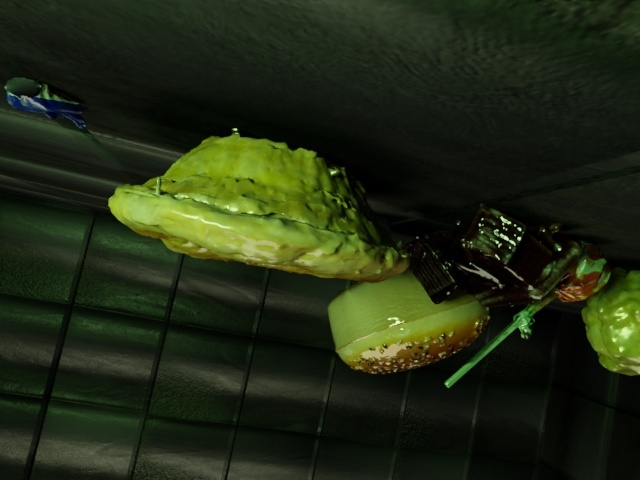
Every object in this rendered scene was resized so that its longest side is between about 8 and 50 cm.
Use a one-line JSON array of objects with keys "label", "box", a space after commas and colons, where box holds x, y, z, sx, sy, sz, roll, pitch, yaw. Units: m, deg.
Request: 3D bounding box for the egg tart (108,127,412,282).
[{"label": "egg tart", "box": [-0.056, -0.031, 0.518, 0.341, 0.132, 0.341, 10, 174, 1]}]

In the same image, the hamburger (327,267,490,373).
[{"label": "hamburger", "box": [0.159, 0.138, 0.807, 0.300, 0.176, 0.300, -19, 167, -4]}]

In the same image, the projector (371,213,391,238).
[{"label": "projector", "box": [0.000, 0.000, 0.855, 0.198, 0.108, 0.250, 13, 174, -10]}]

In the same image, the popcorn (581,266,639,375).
[{"label": "popcorn", "box": [0.565, 0.139, 0.738, 0.256, 0.195, 0.255, 13, -176, -9]}]

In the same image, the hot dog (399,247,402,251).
[{"label": "hot dog", "box": [0.228, 0.086, 1.279, 0.194, 0.107, 0.326, 16, 173, -34]}]

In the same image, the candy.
[{"label": "candy", "box": [0.281, 0.105, 0.618, 0.078, 0.287, 0.084, 48, 175, 16]}]

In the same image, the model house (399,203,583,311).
[{"label": "model house", "box": [0.218, 0.013, 0.613, 0.164, 0.141, 0.203, 34, 150, -7]}]

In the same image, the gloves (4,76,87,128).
[{"label": "gloves", "box": [-0.277, -0.136, 0.457, 0.064, 0.026, 0.086, 11, 175, -12]}]
